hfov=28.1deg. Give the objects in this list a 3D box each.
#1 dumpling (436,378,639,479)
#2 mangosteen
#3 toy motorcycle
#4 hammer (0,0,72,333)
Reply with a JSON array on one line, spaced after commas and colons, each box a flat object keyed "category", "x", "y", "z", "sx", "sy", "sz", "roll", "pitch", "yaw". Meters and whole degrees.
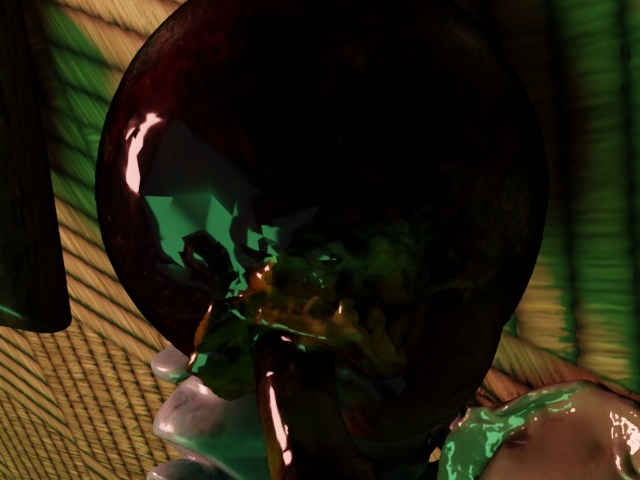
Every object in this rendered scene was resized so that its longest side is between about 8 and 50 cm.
[{"category": "dumpling", "x": 0.148, "y": 0.151, "z": 0.774, "sx": 0.188, "sy": 0.108, "sz": 0.127, "roll": -15, "pitch": 75, "yaw": 44}, {"category": "mangosteen", "x": 0.000, "y": 0.000, "z": 0.610, "sx": 0.231, "sy": 0.289, "sz": 0.231, "roll": 1, "pitch": 129, "yaw": 1}, {"category": "toy motorcycle", "x": -0.011, "y": 0.133, "z": 0.831, "sx": 0.154, "sy": 0.260, "sz": 0.206, "roll": 13, "pitch": 94, "yaw": 47}, {"category": "hammer", "x": -0.181, "y": -0.155, "z": 0.619, "sx": 0.242, "sy": 0.095, "sz": 0.409, "roll": -5, "pitch": 98, "yaw": 11}]
